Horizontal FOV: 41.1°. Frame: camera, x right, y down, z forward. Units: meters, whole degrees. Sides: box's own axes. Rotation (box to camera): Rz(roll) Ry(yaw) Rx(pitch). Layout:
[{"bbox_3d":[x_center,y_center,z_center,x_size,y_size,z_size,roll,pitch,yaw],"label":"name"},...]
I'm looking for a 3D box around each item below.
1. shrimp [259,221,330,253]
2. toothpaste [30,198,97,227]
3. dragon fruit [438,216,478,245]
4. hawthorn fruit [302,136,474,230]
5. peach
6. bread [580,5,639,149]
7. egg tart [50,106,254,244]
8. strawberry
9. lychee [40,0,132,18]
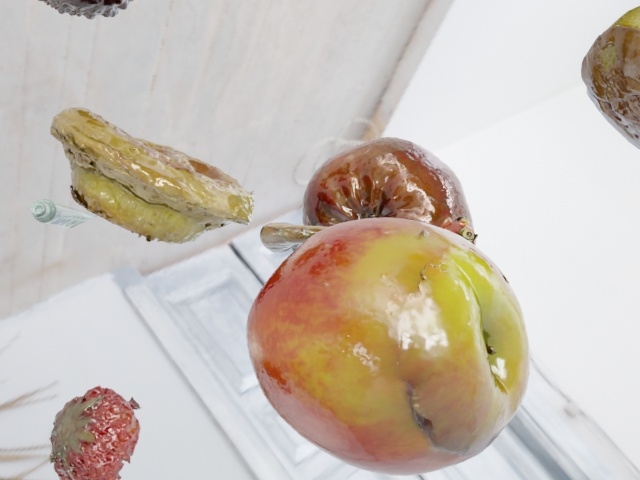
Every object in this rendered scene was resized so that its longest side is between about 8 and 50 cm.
[{"bbox_3d":[0.000,0.000,1.383,0.198,0.051,0.262,4,175,-4],"label":"shrimp"},{"bbox_3d":[-0.542,-0.052,1.794,0.075,0.048,0.297,-24,177,0],"label":"toothpaste"},{"bbox_3d":[0.252,-0.003,1.583,0.086,0.081,0.116,-51,-175,-32],"label":"dragon fruit"},{"bbox_3d":[0.165,-0.027,1.933,0.403,0.403,0.403,-35,161,-14],"label":"hawthorn fruit"},{"bbox_3d":[0.084,0.139,1.141,0.370,0.370,0.370,-35,161,-14],"label":"peach"},{"bbox_3d":[0.552,-0.252,1.372,0.148,0.270,0.270,-40,162,-11],"label":"bread"},{"bbox_3d":[-0.340,-0.106,1.682,0.178,0.443,0.443,-63,159,4],"label":"egg tart"},{"bbox_3d":[-0.307,0.265,1.141,0.145,0.145,0.086,-43,138,10],"label":"strawberry"},{"bbox_3d":[-0.506,-0.619,1.792,0.306,0.306,0.330,-28,-159,-31],"label":"lychee"}]
